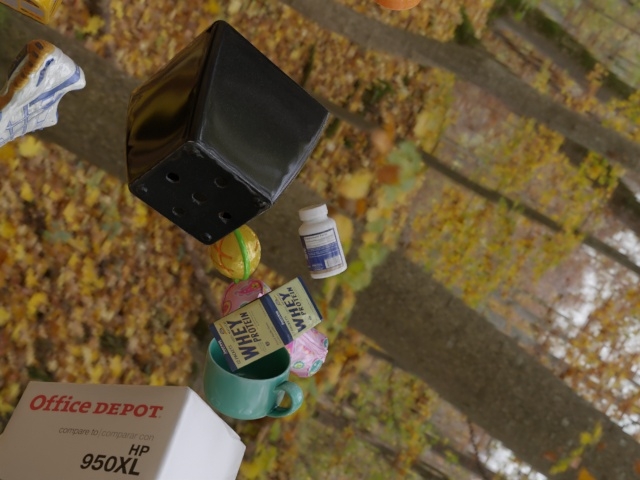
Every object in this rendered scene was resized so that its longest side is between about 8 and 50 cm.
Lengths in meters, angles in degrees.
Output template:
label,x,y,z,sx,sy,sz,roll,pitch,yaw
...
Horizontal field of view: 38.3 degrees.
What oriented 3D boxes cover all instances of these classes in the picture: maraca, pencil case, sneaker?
label,x,y,z,sx,sy,sz,roll,pitch,yaw
maraca,-0.176,0.024,1.857,0.099,0.127,0.186,-16,170,-18
pencil case,-0.095,0.190,1.989,0.124,0.284,0.124,-20,-132,24
sneaker,-0.565,-0.233,1.743,0.296,0.131,0.112,-43,-131,14

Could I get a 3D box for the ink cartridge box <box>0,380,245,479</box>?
label,x,y,z,sx,sy,sz,roll,pitch,yaw
ink cartridge box,-0.302,0.383,1.151,0.166,0.285,0.395,59,39,-43

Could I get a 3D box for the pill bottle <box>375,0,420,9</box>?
label,x,y,z,sx,sy,sz,roll,pitch,yaw
pill bottle,0.127,-0.458,1.357,0.246,0.130,0.130,98,18,-58

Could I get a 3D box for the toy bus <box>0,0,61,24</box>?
label,x,y,z,sx,sy,sz,roll,pitch,yaw
toy bus,-0.273,-0.407,0.994,0.333,0.108,0.130,-66,-166,-7

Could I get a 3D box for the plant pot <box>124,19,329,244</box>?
label,x,y,z,sx,sy,sz,roll,pitch,yaw
plant pot,-0.126,-0.110,1.101,0.187,0.188,0.167,-30,-146,36

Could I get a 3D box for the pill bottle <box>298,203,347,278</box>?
label,x,y,z,sx,sy,sz,roll,pitch,yaw
pill bottle,0.000,0.000,1.595,0.067,0.067,0.120,-59,135,-77

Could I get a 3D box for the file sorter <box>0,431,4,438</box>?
label,x,y,z,sx,sy,sz,roll,pitch,yaw
file sorter,-0.385,0.426,1.435,0.193,0.277,0.173,-60,164,12

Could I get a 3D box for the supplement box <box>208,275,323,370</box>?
label,x,y,z,sx,sy,sz,roll,pitch,yaw
supplement box,-0.058,0.088,0.983,0.083,0.056,0.083,-29,179,28

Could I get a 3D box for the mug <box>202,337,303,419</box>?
label,x,y,z,sx,sy,sz,roll,pitch,yaw
mug,-0.111,0.220,1.406,0.158,0.129,0.097,-123,-141,-52
